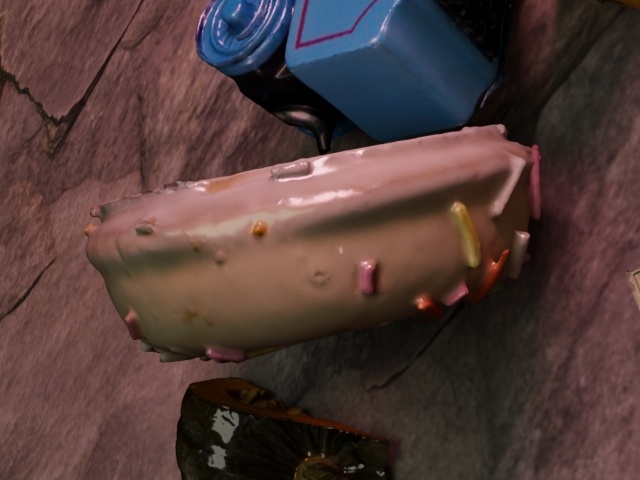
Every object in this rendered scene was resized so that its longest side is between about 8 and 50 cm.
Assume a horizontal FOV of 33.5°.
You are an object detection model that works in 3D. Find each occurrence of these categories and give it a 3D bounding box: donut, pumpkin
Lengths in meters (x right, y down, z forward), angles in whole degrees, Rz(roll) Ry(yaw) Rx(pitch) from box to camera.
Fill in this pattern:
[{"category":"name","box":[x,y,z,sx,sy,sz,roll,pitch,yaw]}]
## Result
[{"category":"donut","box":[0.000,0.000,0.883,0.383,0.383,0.142,-8,96,40]},{"category":"pumpkin","box":[-0.052,0.224,1.036,0.248,0.126,0.131,12,93,41]}]

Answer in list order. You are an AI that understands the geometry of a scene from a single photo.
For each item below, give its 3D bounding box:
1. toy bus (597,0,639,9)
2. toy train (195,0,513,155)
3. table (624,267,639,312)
[{"category":"toy bus","box":[0.165,-0.280,0.797,0.144,0.330,0.152,31,106,40]},{"category":"toy train","box":[0.041,-0.237,0.969,0.265,0.188,0.300,-8,62,37]},{"category":"table","box":[0.293,0.044,0.809,0.083,0.062,0.079,-32,63,33]}]
